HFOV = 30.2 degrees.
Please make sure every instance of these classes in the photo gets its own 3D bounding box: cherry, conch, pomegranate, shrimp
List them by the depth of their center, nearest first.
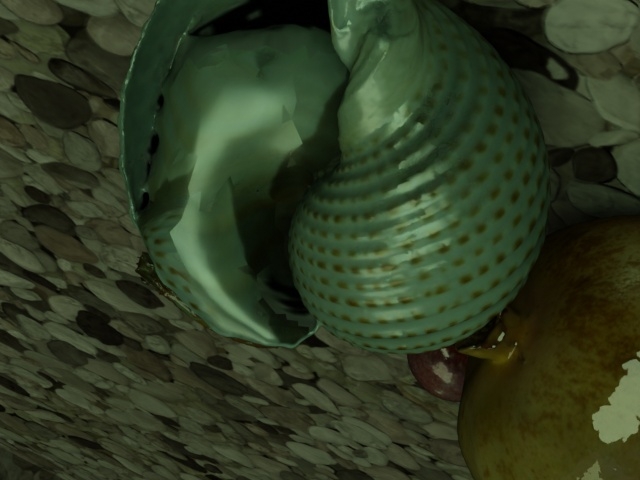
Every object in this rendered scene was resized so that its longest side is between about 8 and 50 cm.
[{"bbox_3d":[0.017,-0.076,0.879,0.302,0.319,0.215,-1,-170,19],"label":"conch"},{"bbox_3d":[0.247,0.118,0.971,0.319,0.319,0.319,19,154,10],"label":"pomegranate"},{"bbox_3d":[0.181,0.150,1.312,0.225,0.090,0.107,33,142,-29],"label":"cherry"},{"bbox_3d":[-0.133,0.071,1.465,0.217,0.051,0.115,35,146,-20],"label":"shrimp"}]
